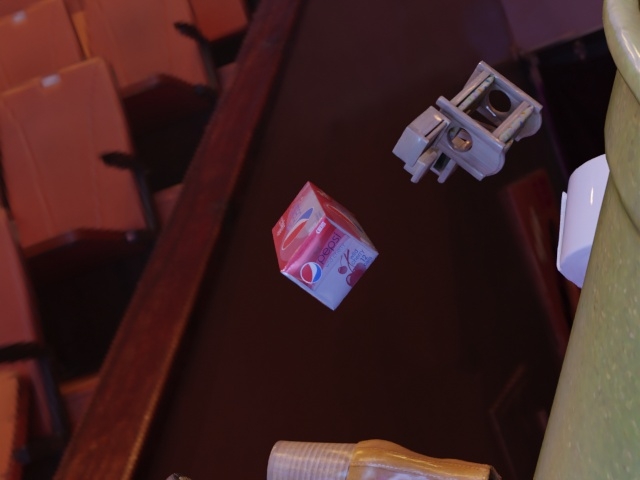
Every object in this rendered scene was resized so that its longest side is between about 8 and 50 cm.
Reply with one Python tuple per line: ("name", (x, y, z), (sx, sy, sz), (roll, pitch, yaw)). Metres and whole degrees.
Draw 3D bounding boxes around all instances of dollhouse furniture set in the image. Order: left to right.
("dollhouse furniture set", (0.152, -0.087, 1.314), (0.182, 0.101, 0.161), (-43, -12, -42))

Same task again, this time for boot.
("boot", (0.080, 0.279, 1.045), (0.211, 0.295, 0.104), (7, 54, 19))

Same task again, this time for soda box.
("soda box", (0.000, 0.000, 1.443), (0.092, 0.083, 0.263), (-53, 11, 6))

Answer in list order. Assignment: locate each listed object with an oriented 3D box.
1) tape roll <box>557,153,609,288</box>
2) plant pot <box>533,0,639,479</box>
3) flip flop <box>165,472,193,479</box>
("tape roll", (0.401, -0.006, 1.211), (0.286, 0.100, 0.286), (7, -16, 2))
("plant pot", (0.196, 0.057, 0.416), (0.276, 0.276, 0.254), (-22, -40, -39))
("flip flop", (-0.128, 0.391, 1.271), (0.080, 0.277, 0.112), (-27, -22, 12))
